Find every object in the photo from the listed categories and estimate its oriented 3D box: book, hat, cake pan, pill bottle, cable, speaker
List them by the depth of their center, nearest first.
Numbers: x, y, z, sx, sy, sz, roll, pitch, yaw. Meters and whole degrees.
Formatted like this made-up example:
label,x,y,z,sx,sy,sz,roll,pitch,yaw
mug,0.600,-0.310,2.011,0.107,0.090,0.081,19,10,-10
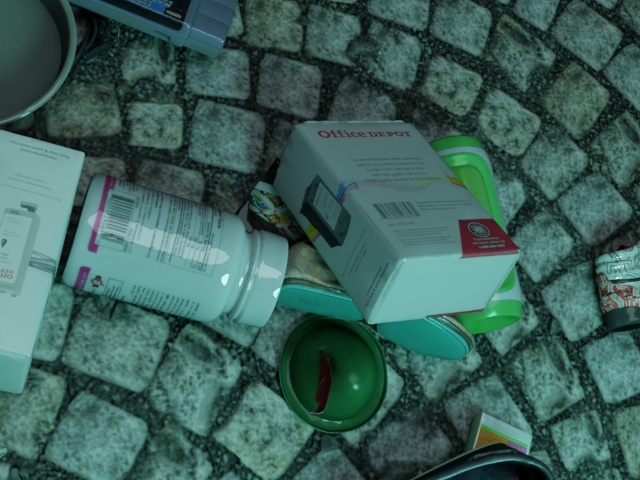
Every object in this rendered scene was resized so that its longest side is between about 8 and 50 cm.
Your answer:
label,x,y,z,sx,sy,sz,roll,pitch,yaw
pill bottle,-0.199,0.021,1.471,0.283,0.160,0.160,17,65,-14
hat,0.047,0.176,1.488,0.173,0.183,0.208,14,65,-16
cake pan,-0.494,-0.282,1.503,0.293,0.054,0.293,4,71,-11
book,0.258,0.343,1.589,0.096,0.035,0.144,24,65,-11
cable,-0.404,-0.322,1.594,0.184,0.047,0.150,-36,85,-28
speaker,0.227,-0.009,1.664,0.131,0.131,0.296,-3,71,-22

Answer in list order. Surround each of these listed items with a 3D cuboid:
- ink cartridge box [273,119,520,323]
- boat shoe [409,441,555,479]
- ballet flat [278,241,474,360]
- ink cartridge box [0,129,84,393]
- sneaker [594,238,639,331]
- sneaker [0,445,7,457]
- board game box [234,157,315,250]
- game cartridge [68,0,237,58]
label,x,y,z,sx,sy,sz,roll,pitch,yaw
ink cartridge box,0.103,-0.034,1.536,0.226,0.131,0.306,-3,42,-34
boat shoe,0.109,0.420,1.422,0.500,0.156,0.186,-25,83,-20
ballet flat,0.087,0.077,1.562,0.316,0.107,0.106,21,51,-12
ink cartridge box,-0.399,0.035,1.364,0.117,0.207,0.283,15,66,-13
sneaker,0.585,0.066,1.788,0.270,0.090,0.145,-5,74,-19
sneaker,-0.427,0.340,1.310,0.084,0.069,0.185,2,70,-14
board game box,0.000,0.000,1.630,0.260,0.030,0.136,37,59,-4
game cartridge,-0.294,-0.435,1.653,0.355,0.068,0.230,20,48,-12
